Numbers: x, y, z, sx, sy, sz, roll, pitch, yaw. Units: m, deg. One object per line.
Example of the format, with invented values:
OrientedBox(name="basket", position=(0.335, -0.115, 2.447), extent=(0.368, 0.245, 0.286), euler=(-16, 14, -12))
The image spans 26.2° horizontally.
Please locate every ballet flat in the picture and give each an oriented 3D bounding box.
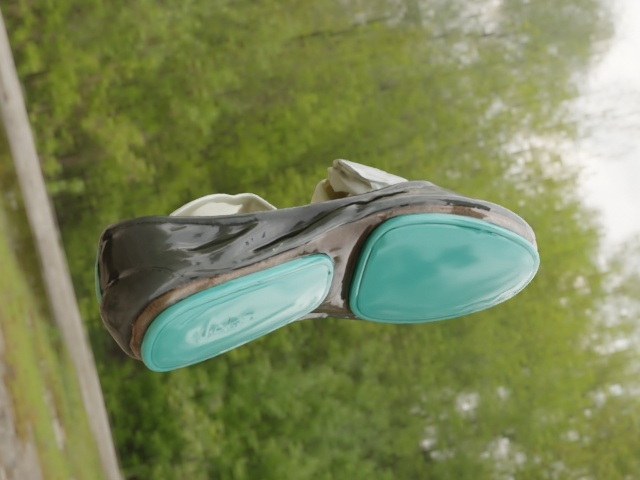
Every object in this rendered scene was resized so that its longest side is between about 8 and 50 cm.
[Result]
OrientedBox(name="ballet flat", position=(0.000, 0.000, 0.789), extent=(0.096, 0.280, 0.095), euler=(55, -43, 35))
